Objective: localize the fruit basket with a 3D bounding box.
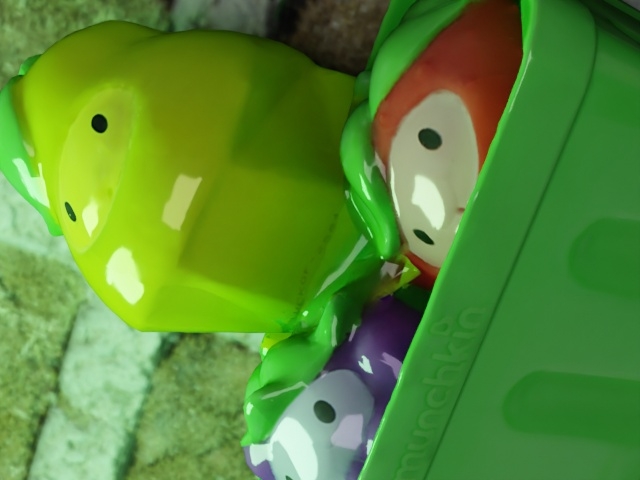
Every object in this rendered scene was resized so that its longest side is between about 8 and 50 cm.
[{"bbox_3d":[0.000,0.000,0.707,0.392,0.283,0.392,-2,116,-5],"label":"fruit basket"}]
